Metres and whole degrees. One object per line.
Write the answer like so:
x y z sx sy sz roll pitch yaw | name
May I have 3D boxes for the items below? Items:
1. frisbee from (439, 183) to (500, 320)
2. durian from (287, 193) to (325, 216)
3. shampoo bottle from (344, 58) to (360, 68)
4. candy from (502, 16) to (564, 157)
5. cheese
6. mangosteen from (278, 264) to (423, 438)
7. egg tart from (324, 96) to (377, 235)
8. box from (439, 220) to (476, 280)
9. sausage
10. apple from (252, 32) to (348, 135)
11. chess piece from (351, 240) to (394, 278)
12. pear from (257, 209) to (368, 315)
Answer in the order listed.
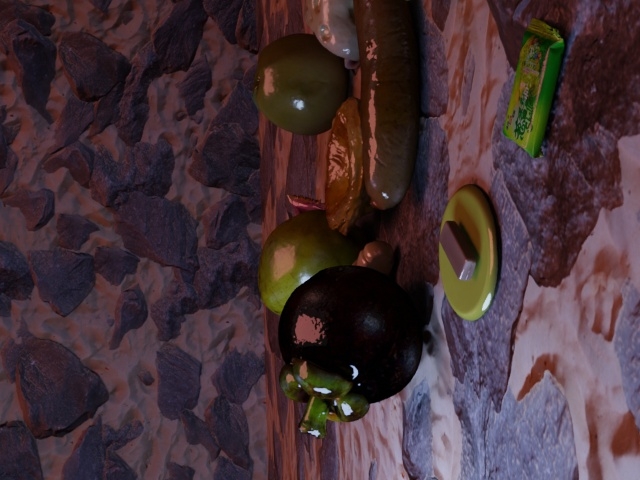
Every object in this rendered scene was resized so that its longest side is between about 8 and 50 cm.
0.250 0.021 1.251 0.236 0.017 0.236 179 90 -77 | frisbee
0.015 0.001 2.037 0.186 0.153 0.261 -1 87 55 | durian
0.082 -0.509 1.902 0.072 0.043 0.099 123 145 -66 | shampoo bottle
0.296 -0.213 1.015 0.102 0.031 0.179 -115 28 -61 | candy
0.055 -0.546 1.758 0.248 0.173 0.252 -175 80 -76 | cheese
0.050 0.205 1.473 0.330 0.329 0.331 180 90 -77 | mangosteen
0.091 -0.169 1.679 0.319 0.128 0.319 -176 90 -77 | egg tart
0.233 0.016 1.230 0.115 0.025 0.048 -107 26 -51 | box
0.137 -0.314 1.484 0.136 0.123 0.502 -8 83 46 | sausage
-0.059 -0.438 2.059 0.292 0.253 0.292 -176 90 -74 | apple
0.095 0.151 1.734 0.117 0.117 0.397 -104 20 -45 | chess piece
-0.027 0.060 1.853 0.307 0.252 0.253 -39 45 33 | pear
